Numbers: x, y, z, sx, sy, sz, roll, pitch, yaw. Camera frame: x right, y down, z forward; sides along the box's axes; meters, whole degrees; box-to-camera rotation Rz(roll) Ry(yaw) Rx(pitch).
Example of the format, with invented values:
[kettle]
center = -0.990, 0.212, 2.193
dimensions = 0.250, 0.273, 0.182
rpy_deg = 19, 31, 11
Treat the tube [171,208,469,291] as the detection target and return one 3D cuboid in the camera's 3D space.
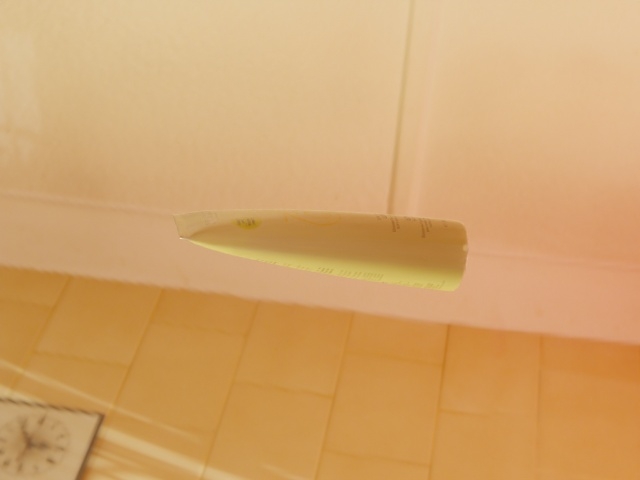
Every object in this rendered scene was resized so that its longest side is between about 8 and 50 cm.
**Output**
[tube]
center = 0.000, 0.000, 0.978
dimensions = 0.240, 0.062, 0.070
rpy_deg = 6, -30, -11
